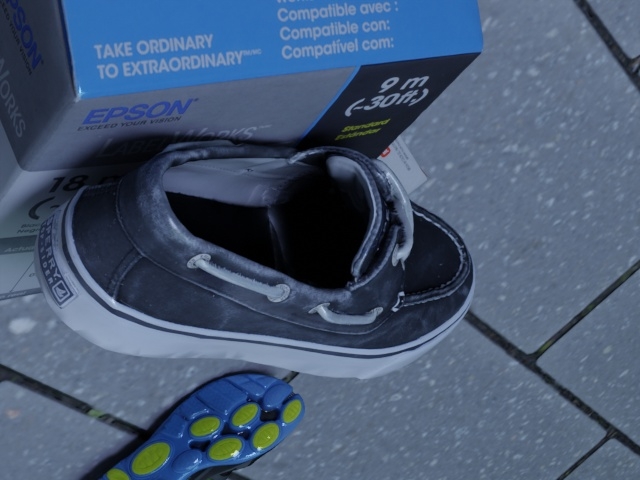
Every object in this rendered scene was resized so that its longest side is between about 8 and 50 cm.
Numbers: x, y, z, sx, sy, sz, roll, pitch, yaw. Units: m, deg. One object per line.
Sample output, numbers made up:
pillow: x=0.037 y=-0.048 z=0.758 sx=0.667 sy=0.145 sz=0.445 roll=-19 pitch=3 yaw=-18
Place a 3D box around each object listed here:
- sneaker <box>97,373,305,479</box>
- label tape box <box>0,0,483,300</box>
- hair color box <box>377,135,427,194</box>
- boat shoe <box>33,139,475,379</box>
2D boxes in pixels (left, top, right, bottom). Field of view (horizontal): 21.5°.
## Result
sneaker: x=-0.097 y=0.163 z=1.254 sx=0.188 sy=0.067 sz=0.078 roll=-36 pitch=168 yaw=-5
label tape box: x=-0.056 y=-0.096 z=0.837 sx=0.240 sy=0.106 sz=0.333 roll=-11 pitch=159 yaw=-35
hair color box: x=-0.021 y=-0.025 z=1.095 sx=0.167 sy=0.053 sz=0.093 roll=-37 pitch=147 yaw=1
boat shoe: x=0.000 y=0.000 z=0.852 sx=0.102 sy=0.108 sz=0.301 roll=-34 pitch=154 yaw=34
